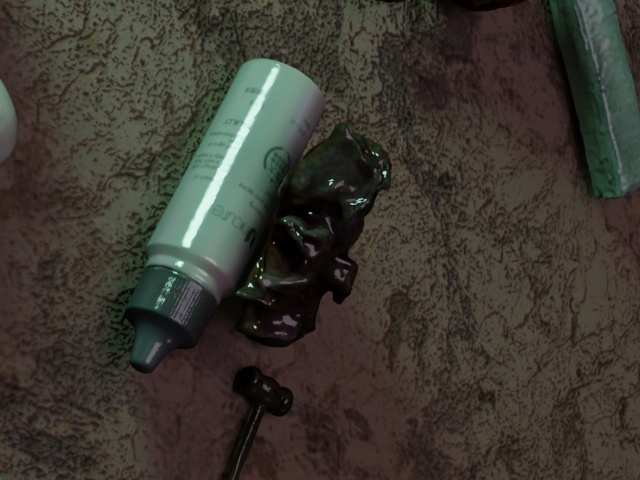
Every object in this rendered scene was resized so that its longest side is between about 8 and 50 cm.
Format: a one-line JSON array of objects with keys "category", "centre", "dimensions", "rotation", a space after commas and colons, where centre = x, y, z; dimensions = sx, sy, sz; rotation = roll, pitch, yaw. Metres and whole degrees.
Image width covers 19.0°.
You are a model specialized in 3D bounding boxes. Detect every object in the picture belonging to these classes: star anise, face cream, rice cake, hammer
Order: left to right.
[{"category": "hammer", "centre": [-0.098, 0.256, 1.739], "dimensions": [0.058, 0.029, 0.292], "rotation": [36, 67, -35]}, {"category": "face cream", "centre": [-0.095, -0.017, 1.706], "dimensions": [0.092, 0.092, 0.311], "rotation": [44, 60, -33]}, {"category": "star anise", "centre": [-0.001, 0.003, 1.722], "dimensions": [0.099, 0.220, 0.214], "rotation": [33, 78, 7]}, {"category": "rice cake", "centre": [0.298, -0.212, 2.106], "dimensions": [0.066, 0.063, 0.336], "rotation": [-23, 104, -38]}]

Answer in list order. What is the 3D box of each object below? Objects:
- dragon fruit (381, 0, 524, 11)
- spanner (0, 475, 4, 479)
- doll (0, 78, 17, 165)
[{"category": "dragon fruit", "centre": [0.142, -0.280, 1.924], "dimensions": [0.246, 0.125, 0.125], "rotation": [-23, 107, -35]}, {"category": "spanner", "centre": [-0.267, 0.220, 1.583], "dimensions": [0.302, 0.017, 0.071], "rotation": [52, 56, -28]}, {"category": "doll", "centre": [-0.326, -0.279, 1.432], "dimensions": [0.376, 0.187, 0.366], "rotation": [39, 69, -56]}]
